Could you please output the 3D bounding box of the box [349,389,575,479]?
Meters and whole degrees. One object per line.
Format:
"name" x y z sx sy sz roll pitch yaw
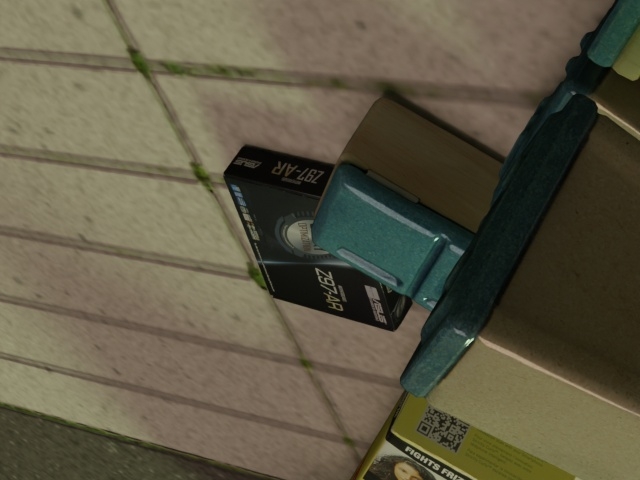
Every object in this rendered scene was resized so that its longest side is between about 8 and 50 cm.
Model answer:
"box" 0.054 0.135 0.750 0.087 0.058 0.232 29 150 3

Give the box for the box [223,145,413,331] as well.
"box" 0.000 0.000 0.648 0.067 0.018 0.083 15 145 28

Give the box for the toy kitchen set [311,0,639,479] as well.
"toy kitchen set" 0.047 0.009 0.472 0.122 0.166 0.207 30 149 4
